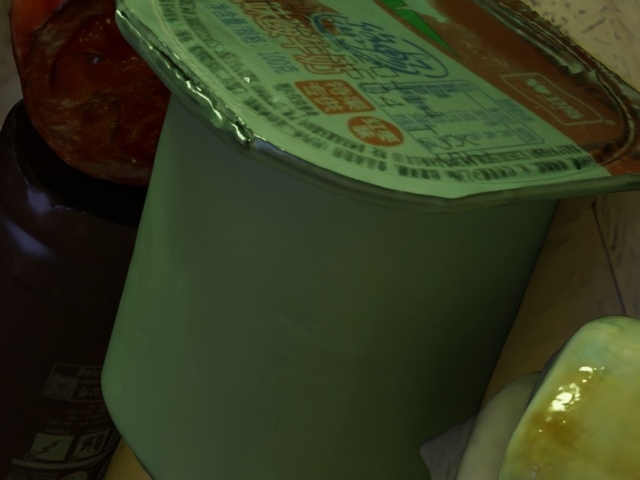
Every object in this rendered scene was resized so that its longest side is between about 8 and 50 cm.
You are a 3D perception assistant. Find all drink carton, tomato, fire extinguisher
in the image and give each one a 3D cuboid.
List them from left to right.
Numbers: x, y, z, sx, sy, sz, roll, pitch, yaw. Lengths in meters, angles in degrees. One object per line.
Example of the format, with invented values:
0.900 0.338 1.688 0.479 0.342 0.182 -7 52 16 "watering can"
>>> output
-0.163 0.092 0.965 0.114 0.135 0.337 38 122 21 "fire extinguisher"
-0.065 -0.100 0.834 0.139 0.159 0.091 -18 59 7 "tomato"
0.000 0.000 0.740 0.185 0.191 0.190 48 132 35 "drink carton"

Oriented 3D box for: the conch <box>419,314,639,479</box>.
0.128 0.114 0.621 0.255 0.127 0.158 15 100 45 "conch"
